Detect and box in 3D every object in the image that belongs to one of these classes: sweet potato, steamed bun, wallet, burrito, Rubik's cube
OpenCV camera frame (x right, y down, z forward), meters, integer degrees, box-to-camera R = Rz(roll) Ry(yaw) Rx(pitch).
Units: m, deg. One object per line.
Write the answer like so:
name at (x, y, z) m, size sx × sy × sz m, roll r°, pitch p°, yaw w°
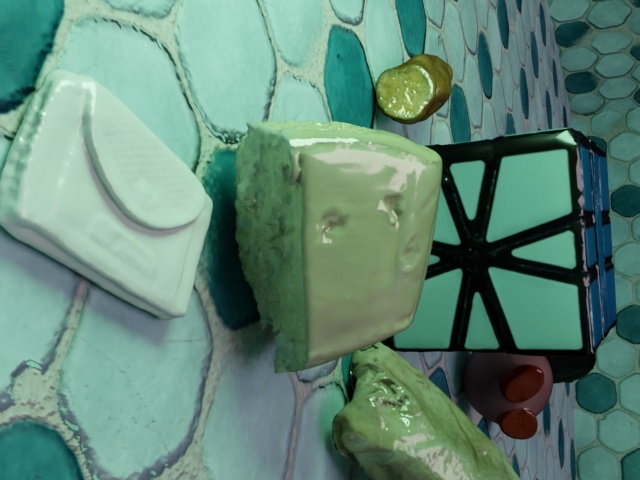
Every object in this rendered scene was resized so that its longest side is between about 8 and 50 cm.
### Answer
sweet potato at (0.155, -0.237, 1.056) m, size 0.252 × 0.097 × 0.097 m, roll -43°, pitch 125°, yaw -56°
steamed bun at (0.000, 0.000, 0.662) m, size 0.200 × 0.170 × 0.225 m, roll -4°, pitch 108°, yaw -34°
wallet at (-0.138, -0.026, 0.493) m, size 0.183 × 0.032 × 0.124 m, roll 48°, pitch 47°, yaw -53°
burrito at (0.148, 0.274, 0.847) m, size 0.347 × 0.107 × 0.175 m, roll 49°, pitch 46°, yaw -8°
Rubik's cube at (0.256, 0.005, 1.002) m, size 0.283 × 0.294 × 0.288 m, roll -7°, pitch 91°, yaw -64°

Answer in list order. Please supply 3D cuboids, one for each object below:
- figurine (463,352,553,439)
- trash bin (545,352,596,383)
figurine at (0.352, 0.261, 1.317) m, size 0.173 × 0.173 × 0.173 m, roll 17°, pitch 71°, yaw -63°
trash bin at (0.558, 0.179, 1.694) m, size 0.277 × 0.217 × 0.262 m, roll 56°, pitch 38°, yaw -29°
